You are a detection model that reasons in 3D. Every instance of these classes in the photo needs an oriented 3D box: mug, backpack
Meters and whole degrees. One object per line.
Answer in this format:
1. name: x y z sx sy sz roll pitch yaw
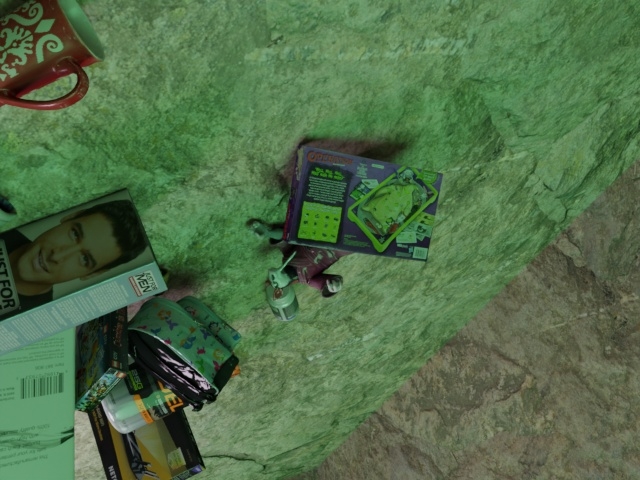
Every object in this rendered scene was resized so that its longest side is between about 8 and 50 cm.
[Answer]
1. mug: -0.390 -0.242 0.885 0.169 0.150 0.113 -26 137 3
2. backpack: -0.322 0.239 1.526 0.225 0.253 0.191 -39 -161 55

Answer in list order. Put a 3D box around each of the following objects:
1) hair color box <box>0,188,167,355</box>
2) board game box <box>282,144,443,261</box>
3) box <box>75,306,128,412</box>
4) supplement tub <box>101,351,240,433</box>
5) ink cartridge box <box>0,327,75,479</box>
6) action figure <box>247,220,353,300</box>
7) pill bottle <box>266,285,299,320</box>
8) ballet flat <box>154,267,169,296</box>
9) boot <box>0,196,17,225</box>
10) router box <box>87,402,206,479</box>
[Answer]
1. hair color box: -0.495 0.065 1.226 0.374 0.185 0.113 -22 149 -13
2. board game box: 0.097 -0.076 1.458 0.347 0.056 0.208 9 99 -25
3. box: -0.479 0.232 1.455 0.044 0.233 0.159 27 121 -36
4. supplement tub: -0.392 0.337 1.723 0.338 0.207 0.207 -23 150 -13
5. ink cartridge box: -0.659 0.360 1.336 0.285 0.395 0.166 0 -178 -41
6. action figure: 0.000 0.000 1.614 0.370 0.248 0.276 -40 176 17
7. pill bottle: -0.104 0.161 1.830 0.078 0.078 0.137 -25 151 -8
8. ballet flat: -0.414 0.063 1.433 0.073 0.080 0.232 -62 149 0
9. boot: -0.596 -0.068 1.045 0.123 0.095 0.258 -36 159 0
10. router box: -0.489 0.546 1.862 0.243 0.309 0.081 -25 152 -8
